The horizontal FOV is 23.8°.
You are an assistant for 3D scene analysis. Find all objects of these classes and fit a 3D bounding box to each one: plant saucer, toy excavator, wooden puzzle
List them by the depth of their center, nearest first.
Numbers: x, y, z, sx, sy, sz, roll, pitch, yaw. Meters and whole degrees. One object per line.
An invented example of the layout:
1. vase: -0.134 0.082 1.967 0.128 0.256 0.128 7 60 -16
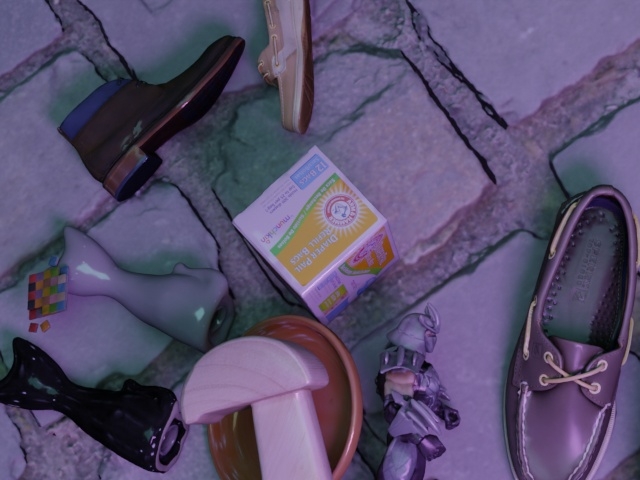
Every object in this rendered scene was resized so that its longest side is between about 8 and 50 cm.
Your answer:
1. toy excavator: -0.075 0.372 1.414 0.445 0.222 0.433 -42 76 6
2. plant saucer: -0.032 0.175 1.528 0.200 0.037 0.200 -12 72 38
3. wooden puzzle: -0.283 0.055 1.579 0.049 0.006 0.083 -15 63 26

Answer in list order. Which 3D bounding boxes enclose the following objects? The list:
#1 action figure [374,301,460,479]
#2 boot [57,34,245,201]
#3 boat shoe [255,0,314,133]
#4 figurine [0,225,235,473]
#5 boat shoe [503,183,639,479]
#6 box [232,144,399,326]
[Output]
1. action figure: 0.086 0.199 1.484 0.099 0.185 0.285 9 97 17
2. boot: -0.182 -0.157 1.628 0.106 0.082 0.219 41 88 10
3. boat shoe: -0.040 -0.192 1.630 0.059 0.063 0.170 -4 69 9
4. figurine: -0.219 0.105 1.584 0.209 0.092 0.215 20 81 14
5. boat shoe: 0.253 0.103 1.515 0.116 0.097 0.324 13 81 9
6. box: 0.000 0.000 1.512 0.114 0.203 0.103 -43 77 -2
